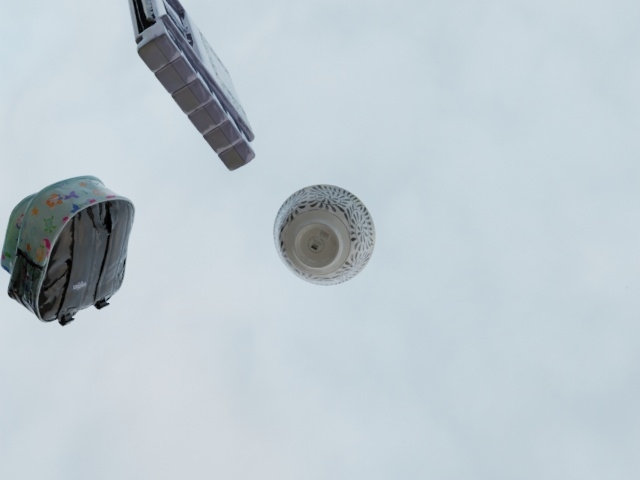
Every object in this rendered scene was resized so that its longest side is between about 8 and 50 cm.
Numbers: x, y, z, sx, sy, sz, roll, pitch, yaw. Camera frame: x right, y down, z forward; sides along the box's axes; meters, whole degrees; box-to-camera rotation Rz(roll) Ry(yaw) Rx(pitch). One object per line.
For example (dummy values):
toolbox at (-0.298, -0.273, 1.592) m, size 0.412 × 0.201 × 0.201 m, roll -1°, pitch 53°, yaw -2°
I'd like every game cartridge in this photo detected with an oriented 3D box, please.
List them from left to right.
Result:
game cartridge at (-0.196, -0.272, 1.188) m, size 0.068 × 0.230 × 0.355 m, roll -35°, pitch -142°, yaw 9°

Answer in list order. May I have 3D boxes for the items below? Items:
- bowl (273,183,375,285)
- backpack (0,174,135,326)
bowl at (0.000, 0.000, 1.271) m, size 0.170 × 0.080 × 0.170 m, roll 2°, pitch -77°, yaw 8°
backpack at (-0.471, -0.001, 1.515) m, size 0.191 × 0.225 × 0.254 m, roll 38°, pitch -58°, yaw 20°
